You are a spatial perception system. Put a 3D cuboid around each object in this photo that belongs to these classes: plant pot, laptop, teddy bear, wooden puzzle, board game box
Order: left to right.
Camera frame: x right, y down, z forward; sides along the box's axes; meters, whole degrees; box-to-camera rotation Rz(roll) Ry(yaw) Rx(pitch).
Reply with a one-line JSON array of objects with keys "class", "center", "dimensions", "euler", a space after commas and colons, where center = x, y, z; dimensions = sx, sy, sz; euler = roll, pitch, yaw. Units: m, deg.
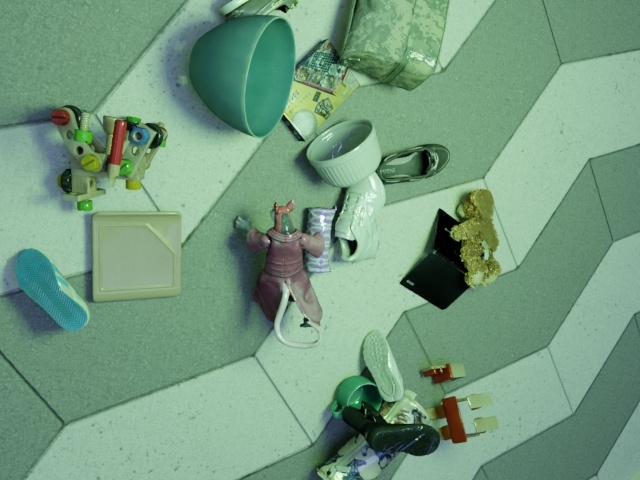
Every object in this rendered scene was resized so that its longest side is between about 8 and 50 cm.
[{"class": "wooden puzzle", "center": [-0.472, 0.039, 1.443], "dimensions": [0.220, 0.044, 0.239], "euler": [-2, 105, -28]}, {"class": "plant pot", "center": [-0.206, -0.418, 1.383], "dimensions": [0.195, 0.290, 0.291], "euler": [17, 92, 14]}, {"class": "board game box", "center": [-0.020, -0.425, 1.585], "dimensions": [0.243, 0.042, 0.165], "euler": [-47, 117, -12]}, {"class": "laptop", "center": [0.420, 0.068, 1.929], "dimensions": [0.234, 0.136, 0.265], "euler": [31, 59, -29]}, {"class": "teddy bear", "center": [0.523, -0.002, 1.888], "dimensions": [0.245, 0.113, 0.338], "euler": [-23, 100, -36]}]

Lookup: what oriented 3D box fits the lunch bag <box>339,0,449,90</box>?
[{"class": "lunch bag", "center": [0.199, -0.607, 1.565], "dimensions": [0.255, 0.212, 0.305], "euler": [14, 86, -14]}]

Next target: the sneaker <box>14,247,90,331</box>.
[{"class": "sneaker", "center": [-0.644, 0.121, 1.343], "dimensions": [0.087, 0.092, 0.229], "euler": [-36, 94, -15]}]

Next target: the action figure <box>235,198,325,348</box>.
[{"class": "action figure", "center": [-0.110, 0.066, 1.493], "dimensions": [0.247, 0.276, 0.371], "euler": [-1, 121, 0]}]

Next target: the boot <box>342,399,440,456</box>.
[{"class": "boot", "center": [0.209, 0.559, 1.686], "dimensions": [0.246, 0.207, 0.094], "euler": [8, 96, -23]}]

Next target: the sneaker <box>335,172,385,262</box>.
[{"class": "sneaker", "center": [0.113, -0.077, 1.657], "dimensions": [0.152, 0.114, 0.305], "euler": [-17, 110, -48]}]

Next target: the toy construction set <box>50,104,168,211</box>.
[{"class": "toy construction set", "center": [-0.483, -0.165, 1.262], "dimensions": [0.257, 0.309, 0.238], "euler": [8, 101, -21]}]

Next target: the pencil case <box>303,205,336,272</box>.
[{"class": "pencil case", "center": [0.000, 0.000, 1.652], "dimensions": [0.088, 0.086, 0.206], "euler": [1, 99, -23]}]

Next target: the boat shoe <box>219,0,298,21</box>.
[{"class": "boat shoe", "center": [-0.115, -0.635, 1.461], "dimensions": [0.305, 0.109, 0.091], "euler": [-33, 114, -12]}]

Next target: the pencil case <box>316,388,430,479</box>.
[{"class": "pencil case", "center": [0.175, 0.667, 1.827], "dimensions": [0.410, 0.160, 0.184], "euler": [-42, 148, -14]}]

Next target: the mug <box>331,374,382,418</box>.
[{"class": "mug", "center": [0.107, 0.501, 1.800], "dimensions": [0.157, 0.097, 0.130], "euler": [10, 95, -28]}]

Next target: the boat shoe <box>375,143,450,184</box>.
[{"class": "boat shoe", "center": [0.290, -0.233, 1.754], "dimensions": [0.335, 0.095, 0.112], "euler": [-14, 106, -25]}]

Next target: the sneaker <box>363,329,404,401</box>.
[{"class": "sneaker", "center": [0.209, 0.406, 1.813], "dimensions": [0.094, 0.090, 0.235], "euler": [20, 50, -57]}]

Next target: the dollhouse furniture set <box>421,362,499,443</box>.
[{"class": "dollhouse furniture set", "center": [0.446, 0.561, 1.919], "dimensions": [0.135, 0.262, 0.259], "euler": [0, 66, -26]}]

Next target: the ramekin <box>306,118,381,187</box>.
[{"class": "ramekin", "center": [0.073, -0.242, 1.584], "dimensions": [0.207, 0.207, 0.109], "euler": [-40, 124, -16]}]
